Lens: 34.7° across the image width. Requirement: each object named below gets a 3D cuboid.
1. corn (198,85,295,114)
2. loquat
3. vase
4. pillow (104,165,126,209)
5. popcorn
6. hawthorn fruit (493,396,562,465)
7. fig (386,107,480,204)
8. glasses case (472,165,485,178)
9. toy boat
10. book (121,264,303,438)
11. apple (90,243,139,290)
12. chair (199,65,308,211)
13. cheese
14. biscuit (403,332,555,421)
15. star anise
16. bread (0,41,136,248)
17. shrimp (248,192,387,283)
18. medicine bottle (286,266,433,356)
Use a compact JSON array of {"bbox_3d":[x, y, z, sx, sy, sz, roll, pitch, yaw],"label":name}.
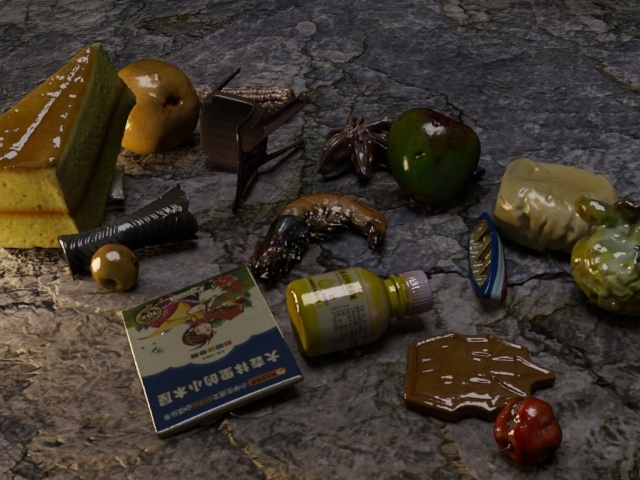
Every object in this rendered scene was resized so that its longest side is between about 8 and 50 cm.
[{"bbox_3d":[-0.173,-0.315,2.321,0.237,0.079,0.079,3,33,15],"label":"corn"},{"bbox_3d":[-0.364,-0.285,2.197,0.208,0.208,0.208,-4,32,3],"label":"loquat"},{"bbox_3d":[-0.348,-0.013,1.847,0.237,0.115,0.115,-20,35,-15],"label":"vase"},{"bbox_3d":[-0.502,-0.094,2.050,0.230,0.050,0.148,-8,29,-3],"label":"pillow"},{"bbox_3d":[0.475,0.016,1.587,0.198,0.212,0.198,-22,3,1],"label":"popcorn"},{"bbox_3d":[0.269,0.251,1.343,0.093,0.093,0.093,-4,32,3],"label":"hawthorn fruit"},{"bbox_3d":[0.212,-0.156,1.928,0.181,0.181,0.191,7,63,20],"label":"fig"},{"bbox_3d":[0.286,-0.139,2.016,0.033,0.023,0.083,-29,37,-24],"label":"glasses case"},{"bbox_3d":[0.280,0.033,1.708,0.046,0.080,0.229,27,29,-14],"label":"toy boat"},{"bbox_3d":[-0.177,0.159,1.590,0.228,0.018,0.322,-22,34,-9],"label":"book"},{"bbox_3d":[-0.354,0.048,1.769,0.084,0.084,0.071,-3,44,4],"label":"apple"},{"bbox_3d":[-0.169,-0.204,2.056,0.183,0.175,0.326,16,31,17],"label":"chair"},{"bbox_3d":[0.415,-0.065,1.796,0.214,0.117,0.226,16,33,21],"label":"cheese"},{"bbox_3d":[0.231,0.192,1.485,0.215,0.034,0.182,-1,33,8],"label":"biscuit"},{"bbox_3d":[0.090,-0.195,2.083,0.229,0.093,0.236,-15,29,-5],"label":"star anise"},{"bbox_3d":[-0.513,-0.190,1.940,0.245,0.233,0.361,1,52,10],"label":"bread"},{"bbox_3d":[0.000,0.000,1.813,0.222,0.054,0.290,11,36,23],"label":"shrimp"},{"bbox_3d":[0.063,0.099,1.579,0.212,0.122,0.122,-13,33,-11],"label":"medicine bottle"}]
